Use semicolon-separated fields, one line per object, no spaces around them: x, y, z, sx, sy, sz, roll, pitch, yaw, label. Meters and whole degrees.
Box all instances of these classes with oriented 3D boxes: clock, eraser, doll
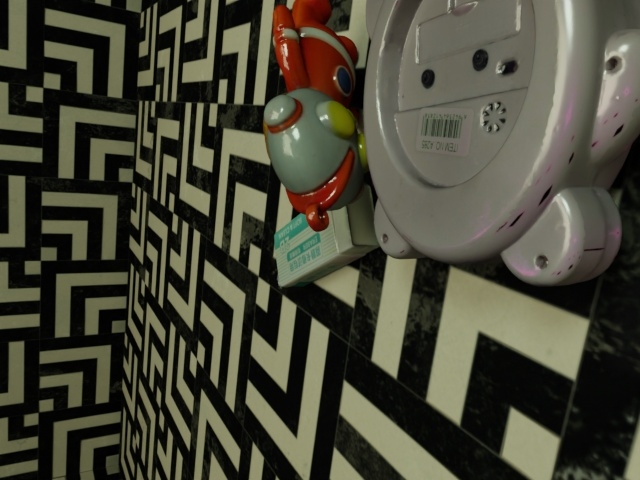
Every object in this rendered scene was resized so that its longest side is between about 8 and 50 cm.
0.148;-0.133;0.459;0.295;0.113;0.323;10;100;59;clock
0.000;0.000;0.760;0.225;0.052;0.096;-33;60;56;eraser
0.002;-0.154;0.607;0.105;0.200;0.337;-15;52;26;doll

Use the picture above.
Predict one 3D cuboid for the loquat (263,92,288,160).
-0.033;-0.165;0.772;0.137;0.112;0.137;159;90;-76;loquat
